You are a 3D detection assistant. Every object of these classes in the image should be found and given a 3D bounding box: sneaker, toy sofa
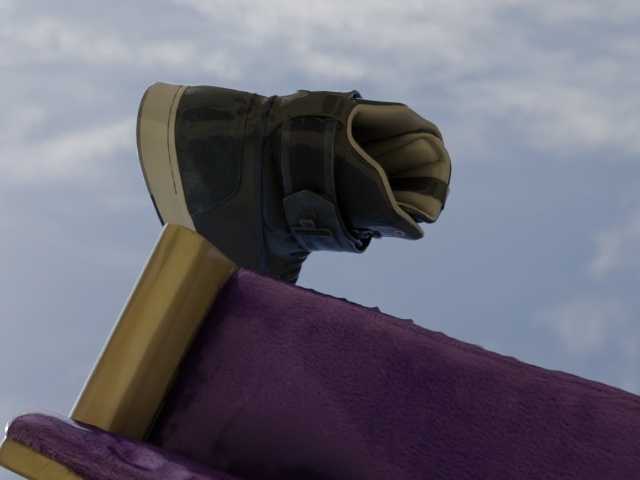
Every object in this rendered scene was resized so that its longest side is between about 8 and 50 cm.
[{"bbox_3d":[0.000,0.001,1.050,0.163,0.226,0.086,0,-131,15],"label":"sneaker"},{"bbox_3d":[0.044,0.109,0.809,0.362,0.150,0.177,18,165,34],"label":"toy sofa"}]
